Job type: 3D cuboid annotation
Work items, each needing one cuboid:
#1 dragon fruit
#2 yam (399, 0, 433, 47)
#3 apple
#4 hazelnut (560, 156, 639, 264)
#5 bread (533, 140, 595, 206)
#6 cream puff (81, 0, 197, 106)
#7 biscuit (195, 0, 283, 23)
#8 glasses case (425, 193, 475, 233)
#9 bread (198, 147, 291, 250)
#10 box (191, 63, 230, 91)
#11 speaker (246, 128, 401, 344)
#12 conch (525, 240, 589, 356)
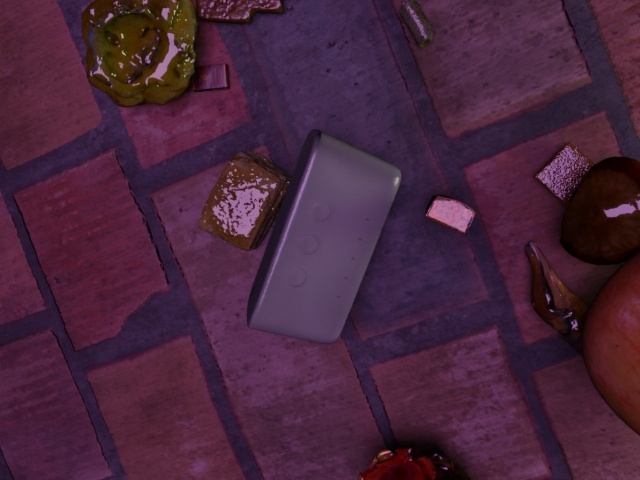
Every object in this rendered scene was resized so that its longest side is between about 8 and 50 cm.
[{"bbox_3d":[0.220,0.552,1.112,0.307,0.243,0.227,10,60,14],"label":"dragon fruit"},{"bbox_3d":[0.193,-0.437,1.104,0.043,0.043,0.094,-32,88,13],"label":"yam"},{"bbox_3d":[0.638,0.193,0.915,0.364,0.364,0.363,1,96,11],"label":"apple"},{"bbox_3d":[0.534,-0.045,1.021,0.170,0.160,0.201,25,133,-7],"label":"hazelnut"},{"bbox_3d":[0.484,-0.129,1.084,0.090,0.035,0.094,42,102,4],"label":"bread"},{"bbox_3d":[-0.384,-0.411,1.142,0.282,0.185,0.281,1,93,18],"label":"cream puff"},{"bbox_3d":[-0.152,-0.576,1.154,0.301,0.043,0.278,-36,91,14],"label":"biscuit"},{"bbox_3d":[0.243,-0.057,1.045,0.075,0.218,0.049,27,100,7],"label":"glasses case"},{"bbox_3d":[-0.158,-0.084,1.181,0.138,0.102,0.196,32,99,3],"label":"bread"},{"bbox_3d":[-0.241,-0.355,1.206,0.082,0.023,0.051,-3,94,11],"label":"box"},{"bbox_3d":[0.000,0.000,1.111,0.184,0.183,0.406,19,100,-11],"label":"speaker"},{"bbox_3d":[0.463,0.120,1.098,0.232,0.086,0.080,50,143,15],"label":"conch"}]
